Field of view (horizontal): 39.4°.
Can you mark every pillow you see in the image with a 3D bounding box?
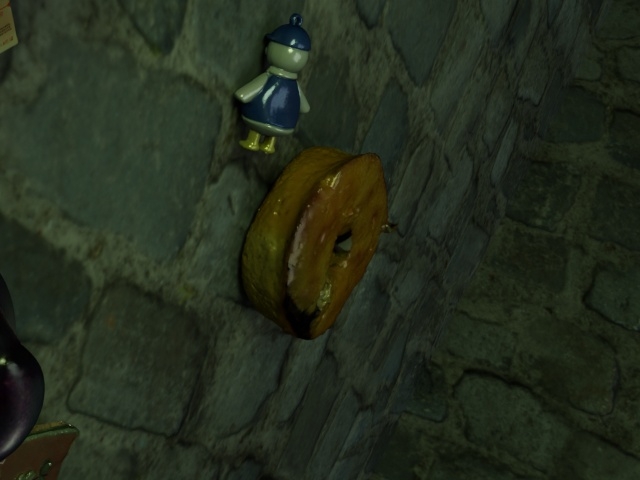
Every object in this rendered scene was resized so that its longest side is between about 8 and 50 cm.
[{"bbox_3d":[-0.296,0.219,0.720,0.232,0.043,0.126,-7,121,-66],"label":"pillow"}]

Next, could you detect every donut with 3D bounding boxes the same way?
[{"bbox_3d":[0.001,0.001,1.096,0.253,0.118,0.253,-52,159,-30],"label":"donut"}]

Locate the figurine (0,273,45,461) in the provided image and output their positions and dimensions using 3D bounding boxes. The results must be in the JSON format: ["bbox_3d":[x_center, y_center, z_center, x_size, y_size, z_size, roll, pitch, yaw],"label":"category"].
[{"bbox_3d":[-0.237,0.045,0.539,0.145,0.145,0.222,-34,142,-54],"label":"figurine"}]

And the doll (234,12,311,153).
[{"bbox_3d":[-0.043,-0.156,0.894,0.098,0.057,0.143,-1,114,-45],"label":"doll"}]

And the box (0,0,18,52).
[{"bbox_3d":[-0.224,-0.125,0.538,0.093,0.015,0.058,-48,156,-40],"label":"box"}]
